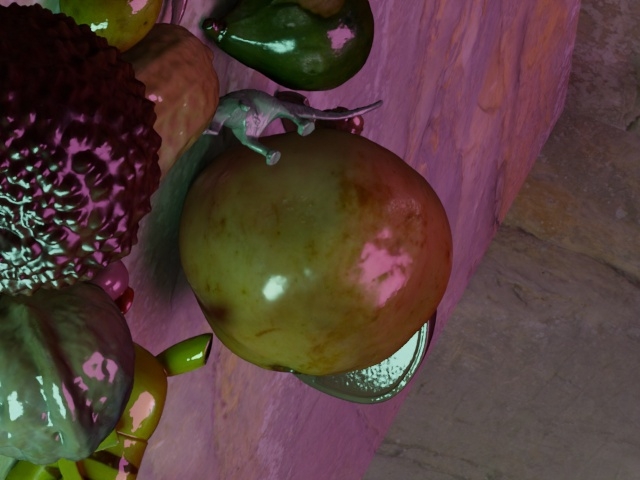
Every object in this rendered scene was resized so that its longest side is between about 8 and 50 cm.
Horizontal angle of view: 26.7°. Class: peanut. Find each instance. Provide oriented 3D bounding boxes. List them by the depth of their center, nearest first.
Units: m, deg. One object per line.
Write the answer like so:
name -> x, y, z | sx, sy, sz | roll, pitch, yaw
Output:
peanut -> -0.212, -0.136, 1.498 | 0.340, 0.158, 0.174 | -48, -178, -39

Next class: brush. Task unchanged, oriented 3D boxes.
brush -> -0.023, -0.178, 2.223 | 0.282, 0.054, 0.048 | 70, 37, -66

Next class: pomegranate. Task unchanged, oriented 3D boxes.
pomegranate -> 0.000, 0.000, 1.962 | 0.411, 0.412, 0.411 | -56, 160, -33

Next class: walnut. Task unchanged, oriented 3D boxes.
walnut -> -0.312, 0.148, 1.537 | 0.224, 0.224, 0.224 | -56, 160, -33

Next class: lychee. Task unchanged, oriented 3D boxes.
lychee -> -0.282, -0.078, 1.202 | 0.275, 0.276, 0.304 | 92, 10, -50

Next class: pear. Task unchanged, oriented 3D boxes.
pear -> -0.221, -0.257, 1.428 | 0.107, 0.107, 0.131 | -33, 144, -61

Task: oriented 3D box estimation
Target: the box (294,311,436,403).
box -> 0.078, 0.146, 2.575 | 0.216, 0.301, 0.300 | -35, 145, -74

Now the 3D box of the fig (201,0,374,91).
fig -> -0.048, -0.293, 1.835 | 0.245, 0.195, 0.195 | -15, 140, -17

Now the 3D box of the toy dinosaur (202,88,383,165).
toy dinosaur -> -0.045, -0.152, 1.805 | 0.383, 0.129, 0.076 | 8, 130, -41

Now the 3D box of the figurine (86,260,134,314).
figurine -> -0.278, 0.049, 1.720 | 0.071, 0.083, 0.067 | 33, 82, -34

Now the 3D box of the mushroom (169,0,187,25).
mushroom -> -0.135, -0.370, 1.675 | 0.068, 0.043, 0.306 | 48, 65, -44

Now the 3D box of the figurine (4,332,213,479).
figurine -> -0.300, 0.239, 1.752 | 0.169, 0.218, 0.326 | -2, -113, 63
